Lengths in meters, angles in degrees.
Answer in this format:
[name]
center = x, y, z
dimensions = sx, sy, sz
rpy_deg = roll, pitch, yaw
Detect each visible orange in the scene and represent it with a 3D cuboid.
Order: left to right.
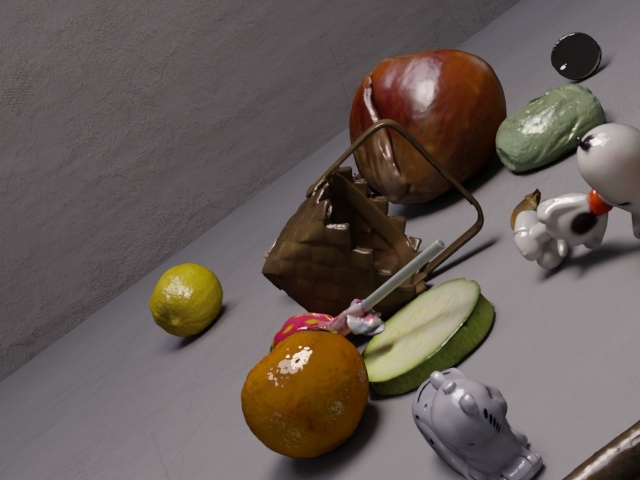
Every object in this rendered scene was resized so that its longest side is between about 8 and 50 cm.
[orange]
center = -0.018, 0.203, 1.046
dimensions = 0.177, 0.155, 0.177
rpy_deg = -29, 8, 4

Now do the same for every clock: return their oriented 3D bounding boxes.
[clock]
center = 0.145, 0.180, 0.819
dimensions = 0.080, 0.117, 0.176
rpy_deg = -37, 13, -9

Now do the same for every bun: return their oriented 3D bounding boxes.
[bun]
center = 0.435, -0.225, 1.522
dimensions = 0.221, 0.108, 0.221
rpy_deg = -33, 14, 9

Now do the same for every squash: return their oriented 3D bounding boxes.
[squash]
center = 0.148, 0.140, 1.129
dimensions = 0.219, 0.041, 0.219
rpy_deg = -37, 12, 9

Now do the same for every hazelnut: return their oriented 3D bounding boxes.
[hazelnut]
center = 0.233, -0.249, 1.698
dimensions = 0.372, 0.315, 0.372
rpy_deg = -42, 33, 36

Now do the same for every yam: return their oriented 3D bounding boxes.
[yam]
center = 0.332, 0.139, 0.679
dimensions = 0.327, 0.045, 0.045
rpy_deg = -37, 45, -3

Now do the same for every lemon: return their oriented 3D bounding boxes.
[lemon]
center = -0.332, 0.148, 1.942
dimensions = 0.180, 0.180, 0.193
rpy_deg = -20, 39, 47

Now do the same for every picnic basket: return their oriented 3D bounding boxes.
[picnic basket]
center = 0.086, -0.018, 1.326
dimensions = 0.321, 0.254, 0.291
rpy_deg = -43, 10, 18

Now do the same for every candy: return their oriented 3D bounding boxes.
[candy]
center = 0.055, 0.104, 1.148
dimensions = 0.365, 0.124, 0.124
rpy_deg = -43, 7, 35

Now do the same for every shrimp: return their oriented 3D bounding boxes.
[shrimp]
center = 0.358, -0.055, 1.265
dimensions = 0.095, 0.045, 0.162
rpy_deg = -25, 15, 33

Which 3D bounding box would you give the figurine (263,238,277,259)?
[figurine]
center = 0.003, 0.003, 1.699
dimensions = 0.236, 0.141, 0.162
rpy_deg = -37, 19, -9

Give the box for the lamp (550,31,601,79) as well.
[lamp]
center = 0.633, -0.495, 1.972
dimensions = 0.130, 0.108, 0.371
rpy_deg = -24, 16, 26

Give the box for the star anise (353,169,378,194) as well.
[star anise]
center = 0.134, -0.158, 2.062
dimensions = 0.229, 0.093, 0.236
rpy_deg = -35, 9, 24

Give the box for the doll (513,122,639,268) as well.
[doll]
center = 0.390, -0.053, 1.015
dimensions = 0.271, 0.208, 0.144
rpy_deg = 105, 180, -56
